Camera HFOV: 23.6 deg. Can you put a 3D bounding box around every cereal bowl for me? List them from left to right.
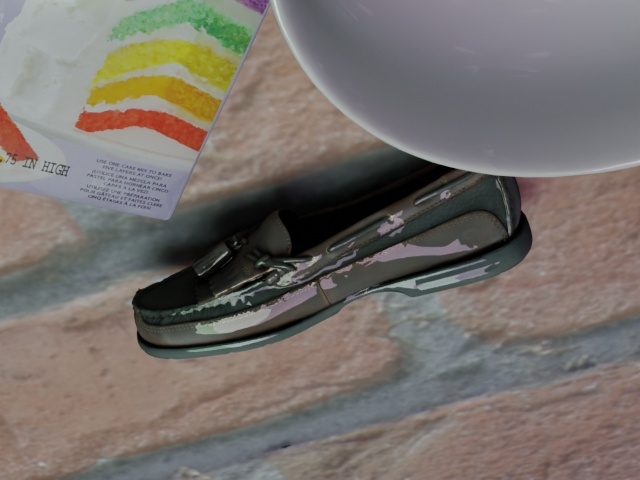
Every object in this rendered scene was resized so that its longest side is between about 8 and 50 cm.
[{"bbox_3d":[0.128,-0.196,0.720,0.339,0.141,0.339,-6,137,-5],"label":"cereal bowl"}]

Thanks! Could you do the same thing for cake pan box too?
[{"bbox_3d":[-0.170,-0.134,0.827,0.267,0.070,0.246,13,134,-20],"label":"cake pan box"}]

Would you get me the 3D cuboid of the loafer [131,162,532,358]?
[{"bbox_3d":[0.000,0.000,0.995,0.267,0.096,0.084,-16,118,2],"label":"loafer"}]
